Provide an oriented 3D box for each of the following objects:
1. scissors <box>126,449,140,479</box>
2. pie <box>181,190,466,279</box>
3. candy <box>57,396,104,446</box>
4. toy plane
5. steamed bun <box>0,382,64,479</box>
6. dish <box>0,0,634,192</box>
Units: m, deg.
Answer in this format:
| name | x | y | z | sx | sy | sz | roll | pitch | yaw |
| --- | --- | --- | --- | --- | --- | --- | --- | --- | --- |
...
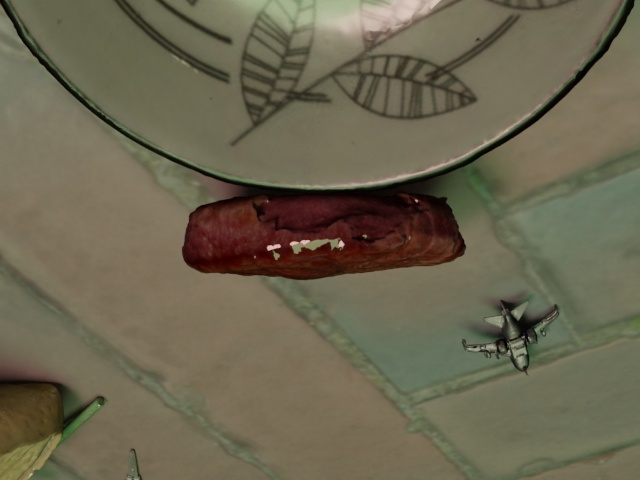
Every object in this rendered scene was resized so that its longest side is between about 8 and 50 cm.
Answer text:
| name | x | y | z | sx | sy | sz | roll | pitch | yaw |
| --- | --- | --- | --- | --- | --- | --- | --- | --- | --- |
| scissors | -0.182 | 0.227 | 0.958 | 0.036 | 0.006 | 0.083 | 5 | 136 | -5 |
| pie | 0.000 | 0.000 | 0.620 | 0.182 | 0.050 | 0.182 | -1 | 177 | 0 |
| candy | -0.291 | 0.225 | 0.931 | 0.287 | 0.084 | 0.078 | -41 | 98 | 24 |
| toy plane | 0.153 | 0.079 | 0.776 | 0.078 | 0.031 | 0.083 | -21 | 130 | 4 |
| steamed bun | -0.352 | 0.205 | 0.823 | 0.231 | 0.110 | 0.212 | -16 | 151 | -50 |
| dish | -0.001 | -0.172 | 0.472 | 0.316 | 0.106 | 0.316 | 1 | 133 | 1 |
